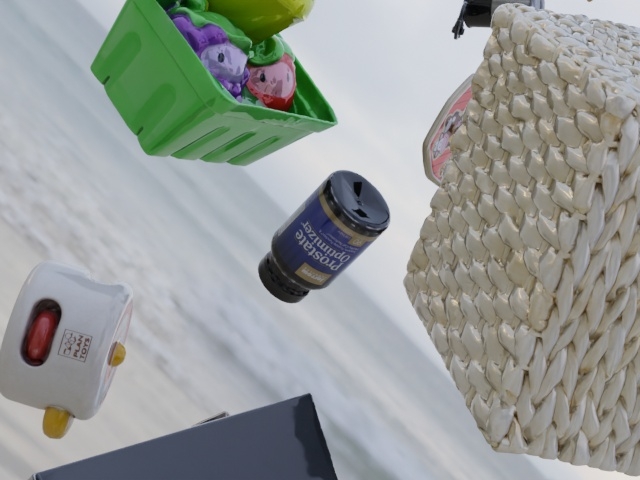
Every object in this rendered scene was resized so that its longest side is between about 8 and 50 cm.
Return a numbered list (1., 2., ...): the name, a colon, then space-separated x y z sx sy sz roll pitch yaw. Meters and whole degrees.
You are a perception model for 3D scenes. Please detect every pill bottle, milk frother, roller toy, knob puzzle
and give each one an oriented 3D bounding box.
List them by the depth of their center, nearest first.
1. roller toy: -0.326 0.134 1.697 0.146 0.191 0.209 17 39 0
2. knob puzzle: 0.217 -0.162 1.983 0.030 0.213 0.213 29 -8 26
3. pill bottle: 0.000 0.000 2.027 0.123 0.219 0.122 27 38 -23
4. milk frother: 0.325 -0.416 2.395 0.135 0.143 0.129 9 -21 27

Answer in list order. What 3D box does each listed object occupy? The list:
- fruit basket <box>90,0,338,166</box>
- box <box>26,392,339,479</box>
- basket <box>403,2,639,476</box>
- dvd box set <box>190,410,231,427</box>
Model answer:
1. fruit basket: -0.104 -0.302 1.875 0.283 0.392 0.392 56 2 15
2. box: -0.139 0.233 1.204 0.184 0.261 0.103 -34 -108 66
3. basket: 0.263 -0.008 1.103 0.267 0.328 0.331 12 21 -14
4. dvd box set: -0.016 0.441 1.579 0.420 0.062 0.307 50 22 -36
